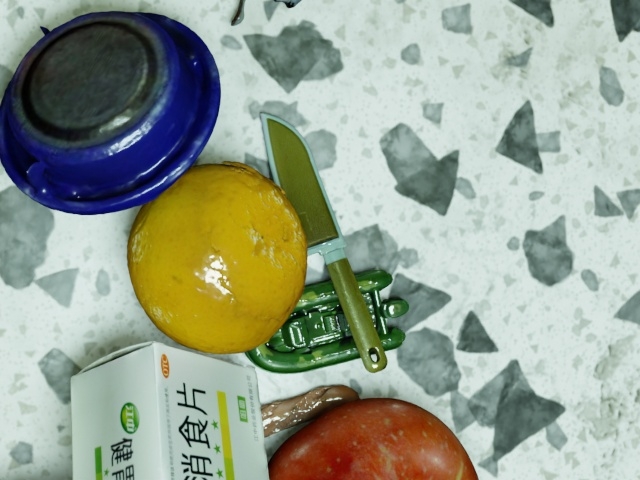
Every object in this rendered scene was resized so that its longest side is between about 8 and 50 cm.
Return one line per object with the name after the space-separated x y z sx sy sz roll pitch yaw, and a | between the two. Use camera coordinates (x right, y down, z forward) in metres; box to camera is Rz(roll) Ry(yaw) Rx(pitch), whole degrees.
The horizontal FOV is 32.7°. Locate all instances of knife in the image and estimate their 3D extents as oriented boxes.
-0.001 0.000 1.313 0.061 0.027 0.343 -19 83 -13 | knife

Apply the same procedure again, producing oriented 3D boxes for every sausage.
-0.027 0.211 1.345 0.158 0.036 0.042 -16 93 -9 | sausage

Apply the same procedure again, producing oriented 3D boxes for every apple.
0.060 0.315 1.272 0.260 0.216 0.260 -1 93 -19 | apple

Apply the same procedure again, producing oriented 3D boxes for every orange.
-0.116 0.020 1.235 0.219 0.193 0.219 -5 96 -53 | orange

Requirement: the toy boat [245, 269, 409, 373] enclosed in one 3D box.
0.006 0.104 1.338 0.210 0.052 0.104 -13 97 -11 | toy boat

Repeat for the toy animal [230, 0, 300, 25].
-0.059 -0.357 1.301 0.105 0.070 0.202 2 96 8 | toy animal

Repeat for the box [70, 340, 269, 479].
-0.157 0.292 1.169 0.173 0.145 0.333 22 52 -47 | box

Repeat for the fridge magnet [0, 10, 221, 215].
-0.239 -0.151 1.212 0.265 0.112 0.265 -5 62 10 | fridge magnet
